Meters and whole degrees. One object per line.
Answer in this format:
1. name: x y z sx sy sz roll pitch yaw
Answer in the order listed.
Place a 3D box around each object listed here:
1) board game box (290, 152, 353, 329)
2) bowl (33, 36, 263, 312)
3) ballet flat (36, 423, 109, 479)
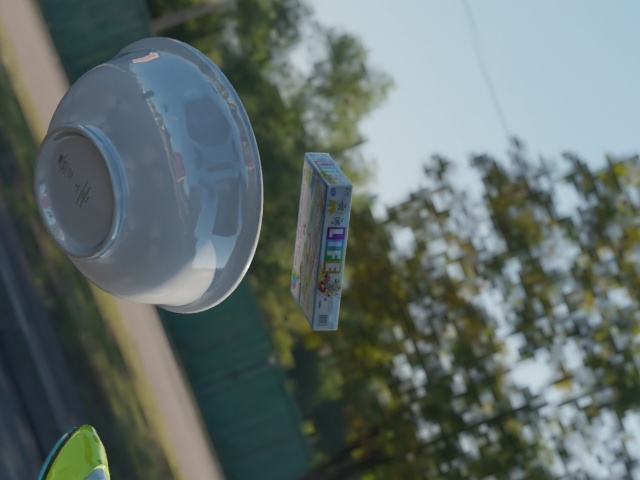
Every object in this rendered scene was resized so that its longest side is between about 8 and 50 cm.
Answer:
1. board game box: 0.000 0.000 1.820 0.103 0.026 0.154 -123 -143 -65
2. bowl: -0.205 -0.059 1.892 0.298 0.134 0.297 13 -72 44
3. ballet flat: -0.195 0.226 1.348 0.231 0.077 0.077 -57 153 -52
